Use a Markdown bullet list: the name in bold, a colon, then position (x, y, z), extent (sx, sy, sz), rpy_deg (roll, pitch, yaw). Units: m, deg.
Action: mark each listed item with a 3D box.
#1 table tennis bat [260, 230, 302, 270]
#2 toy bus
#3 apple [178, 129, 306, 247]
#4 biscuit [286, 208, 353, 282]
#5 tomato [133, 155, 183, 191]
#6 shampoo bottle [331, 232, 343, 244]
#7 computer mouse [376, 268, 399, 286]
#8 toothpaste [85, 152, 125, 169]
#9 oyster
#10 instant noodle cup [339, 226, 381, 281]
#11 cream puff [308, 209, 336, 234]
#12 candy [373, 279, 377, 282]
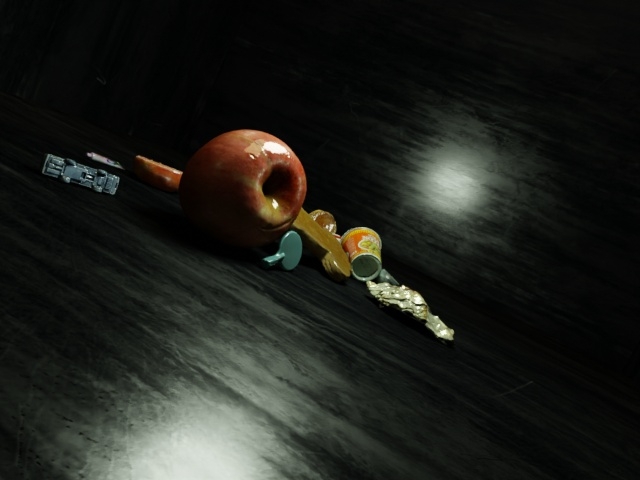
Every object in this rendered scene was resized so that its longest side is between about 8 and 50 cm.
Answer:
- **table tennis bat**: position (-0.113, 0.043, 1.374), extent (0.033, 0.124, 0.201), rpy_deg (7, 19, 29)
- **toy bus**: position (-0.669, -0.182, 1.248), extent (0.075, 0.064, 0.190), rpy_deg (15, -2, 42)
- **apple**: position (-0.242, -0.153, 1.366), extent (0.364, 0.364, 0.364), rpy_deg (25, 6, -3)
- **biscuit**: position (-0.037, -0.008, 1.696), extent (0.394, 0.076, 0.368), rpy_deg (43, 14, -24)
- **tomato**: position (-0.643, -0.260, 1.820), extent (0.237, 0.095, 0.237), rpy_deg (21, 6, -2)
- **shampoo bottle**: position (0.000, 0.000, 2.105), extent (0.104, 0.104, 0.278), rpy_deg (30, 8, 37)
- **computer mouse**: position (0.279, 0.176, 1.914), extent (0.113, 0.068, 0.229), rpy_deg (47, 5, 9)
- **toothpaste**: position (-0.842, -0.311, 1.757), extent (0.045, 0.028, 0.170), rpy_deg (35, 6, 24)
- **oyster**: position (0.308, 0.222, 1.518), extent (0.355, 0.107, 0.201), rpy_deg (27, 3, 18)
- **instant noodle cup**: position (0.177, 0.069, 1.896), extent (0.193, 0.193, 0.212), rpy_deg (24, 22, -12)
- **cream puff**: position (-0.021, -0.070, 2.483), extent (0.183, 0.183, 0.169), rpy_deg (23, -18, -23)
- **candy**: position (0.223, 0.150, 2.020), extent (0.103, 0.043, 0.103), rpy_deg (25, 6, -3)
